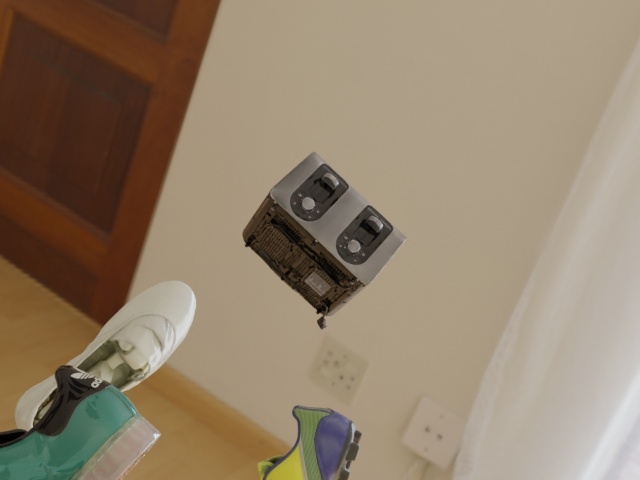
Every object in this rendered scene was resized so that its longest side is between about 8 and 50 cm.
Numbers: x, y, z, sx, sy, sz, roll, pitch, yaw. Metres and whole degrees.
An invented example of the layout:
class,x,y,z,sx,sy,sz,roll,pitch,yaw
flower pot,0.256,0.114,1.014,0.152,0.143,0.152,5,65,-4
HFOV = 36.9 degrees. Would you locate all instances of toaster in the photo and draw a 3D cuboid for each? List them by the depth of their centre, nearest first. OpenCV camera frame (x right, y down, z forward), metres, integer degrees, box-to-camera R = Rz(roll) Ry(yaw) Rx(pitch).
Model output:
class,x,y,z,sx,sy,sz,roll,pitch,yaw
toaster,0.000,0.000,1.224,0.168,0.186,0.110,44,62,1

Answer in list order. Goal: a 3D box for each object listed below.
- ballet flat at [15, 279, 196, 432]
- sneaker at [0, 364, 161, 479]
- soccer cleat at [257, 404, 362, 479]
class,x,y,z,sx,sy,sz,roll,pitch,yaw
ballet flat,-0.378,0.232,1.746,0.139,0.400,0.139,49,-10,12
sneaker,-0.289,0.242,0.870,0.121,0.302,0.108,45,-3,4
soccer cleat,-0.042,0.357,1.324,0.121,0.289,0.093,23,13,2
